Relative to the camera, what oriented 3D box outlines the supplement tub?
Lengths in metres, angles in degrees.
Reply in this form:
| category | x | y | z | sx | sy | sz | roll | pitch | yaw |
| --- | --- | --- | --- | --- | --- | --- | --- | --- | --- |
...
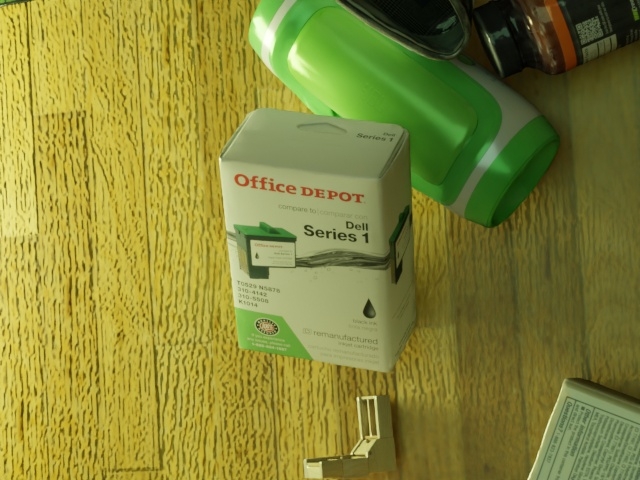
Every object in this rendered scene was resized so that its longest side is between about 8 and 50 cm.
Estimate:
| category | x | y | z | sx | sy | sz | roll | pitch | yaw |
| --- | --- | --- | --- | --- | --- | --- | --- | --- | --- |
| supplement tub | 0.240 | -0.217 | 1.502 | 0.198 | 0.106 | 0.106 | -23 | 80 | 2 |

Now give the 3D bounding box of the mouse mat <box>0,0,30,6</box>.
| category | x | y | z | sx | sy | sz | roll | pitch | yaw |
| --- | --- | --- | --- | --- | --- | --- | --- | --- | --- |
| mouse mat | -0.272 | -0.332 | 1.739 | 0.189 | 0.007 | 0.153 | -8 | 85 | 16 |

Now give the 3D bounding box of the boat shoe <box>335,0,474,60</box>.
| category | x | y | z | sx | sy | sz | roll | pitch | yaw |
| --- | --- | --- | --- | --- | --- | --- | --- | --- | --- |
| boat shoe | 0.016 | -0.279 | 1.404 | 0.335 | 0.119 | 0.121 | 34 | 107 | -23 |

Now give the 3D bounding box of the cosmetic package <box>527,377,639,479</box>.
| category | x | y | z | sx | sy | sz | roll | pitch | yaw |
| --- | --- | --- | --- | --- | --- | --- | --- | --- | --- |
| cosmetic package | 0.336 | 0.239 | 1.455 | 0.296 | 0.129 | 0.153 | 22 | 92 | 18 |

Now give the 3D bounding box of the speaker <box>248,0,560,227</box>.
| category | x | y | z | sx | sy | sz | roll | pitch | yaw |
| --- | --- | --- | --- | --- | --- | --- | --- | --- | --- |
| speaker | 0.077 | -0.141 | 1.558 | 0.296 | 0.131 | 0.131 | 39 | 99 | 15 |

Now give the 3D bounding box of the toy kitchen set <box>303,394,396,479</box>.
| category | x | y | z | sx | sy | sz | roll | pitch | yaw |
| --- | --- | --- | --- | --- | --- | --- | --- | --- | --- |
| toy kitchen set | 0.017 | 0.190 | 1.592 | 0.068 | 0.083 | 0.075 | -12 | 81 | 58 |

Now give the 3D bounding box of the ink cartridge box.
| category | x | y | z | sx | sy | sz | roll | pitch | yaw |
| --- | --- | --- | --- | --- | --- | --- | --- | --- | --- |
| ink cartridge box | 0.000 | 0.000 | 1.537 | 0.160 | 0.092 | 0.219 | 8 | 126 | 18 |
